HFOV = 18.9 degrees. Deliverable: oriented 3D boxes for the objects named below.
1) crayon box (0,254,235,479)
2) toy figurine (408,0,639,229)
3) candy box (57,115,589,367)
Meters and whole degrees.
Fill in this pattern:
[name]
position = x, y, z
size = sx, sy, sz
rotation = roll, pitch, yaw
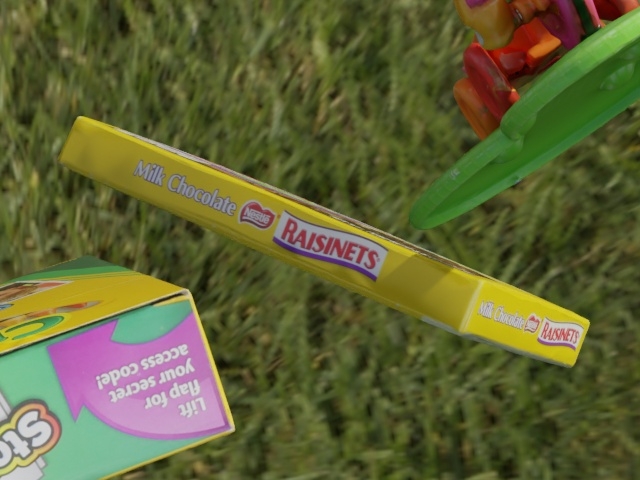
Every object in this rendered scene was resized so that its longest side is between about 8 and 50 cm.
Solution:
[crayon box]
position = -0.272, 0.119, 1.233
size = 0.363, 0.313, 0.106
rotation = -20, 98, -16
[toy figurine]
position = 0.041, -0.106, 0.611
size = 0.130, 0.173, 0.159
rotation = -34, 84, -2
[candy box]
position = 0.000, 0.000, 0.786
size = 0.206, 0.105, 0.027
rotation = 23, 90, 32
